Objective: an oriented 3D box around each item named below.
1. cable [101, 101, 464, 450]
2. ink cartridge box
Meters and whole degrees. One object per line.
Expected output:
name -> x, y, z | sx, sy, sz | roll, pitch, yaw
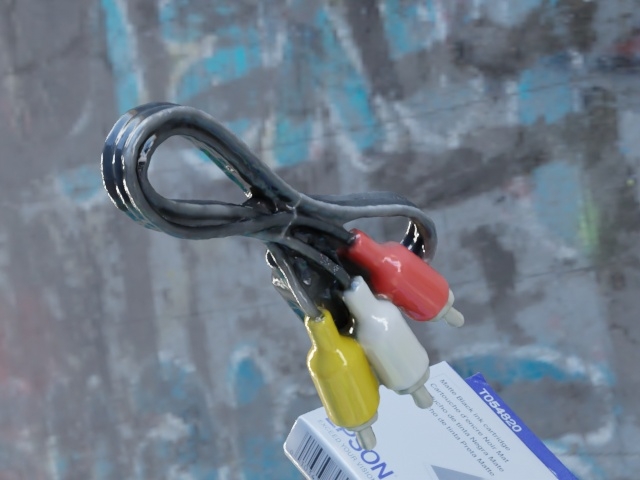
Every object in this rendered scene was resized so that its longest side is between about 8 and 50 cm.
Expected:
cable -> 0.000, 0.000, 0.835 | 0.072, 0.287, 0.139 | 24, 72, 39
ink cartridge box -> 0.123, 0.187, 1.110 | 0.223, 0.224, 0.045 | 46, 130, 27
